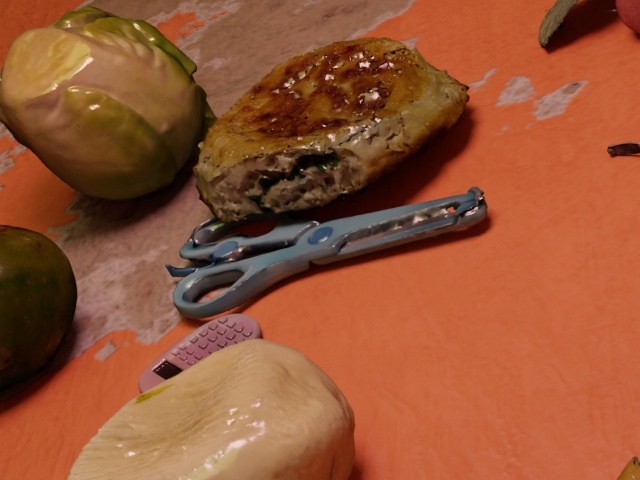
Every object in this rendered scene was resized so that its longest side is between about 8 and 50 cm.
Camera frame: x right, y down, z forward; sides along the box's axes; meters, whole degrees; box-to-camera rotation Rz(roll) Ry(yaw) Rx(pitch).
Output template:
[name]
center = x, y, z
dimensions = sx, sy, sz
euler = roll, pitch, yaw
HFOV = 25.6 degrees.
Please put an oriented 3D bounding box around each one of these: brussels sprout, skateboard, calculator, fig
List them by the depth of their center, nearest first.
[skateboard]
center = 0.332, -0.118, 1.426
dimensions = 0.064, 0.032, 0.083
euler = -2, 43, 52
[calculator]
center = -0.130, 0.133, 1.446
dimensions = 0.166, 0.024, 0.103
euler = -40, 34, -20
[fig]
center = -0.385, 0.097, 1.581
dimensions = 0.195, 0.195, 0.245
euler = 40, 109, 56
[brussels sprout]
center = -0.272, -0.171, 1.770
dimensions = 0.259, 0.294, 0.227
euler = 22, 84, 27

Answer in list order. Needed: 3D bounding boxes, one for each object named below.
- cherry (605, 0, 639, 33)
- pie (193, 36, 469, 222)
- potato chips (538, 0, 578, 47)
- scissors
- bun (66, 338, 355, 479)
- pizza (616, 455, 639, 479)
[cherry]
center = 0.372, -0.277, 1.545
dimensions = 0.106, 0.087, 0.126
euler = -55, -11, 4
[pie]
center = -0.002, -0.133, 1.624
dimensions = 0.355, 0.103, 0.288
euler = -9, 30, 29
[potato chips]
center = 0.333, -0.313, 1.614
dimensions = 0.228, 0.167, 0.059
euler = -34, 76, 1
[scissors]
center = 0.000, 0.000, 1.517
dimensions = 0.393, 0.032, 0.180
euler = -12, 36, 27
[bun]
center = -0.079, 0.201, 1.195
dimensions = 0.259, 0.160, 0.259
euler = -30, 16, 10
[pizza]
center = 0.234, 0.279, 0.912
dimensions = 0.268, 0.087, 0.258
euler = -48, 34, -22
